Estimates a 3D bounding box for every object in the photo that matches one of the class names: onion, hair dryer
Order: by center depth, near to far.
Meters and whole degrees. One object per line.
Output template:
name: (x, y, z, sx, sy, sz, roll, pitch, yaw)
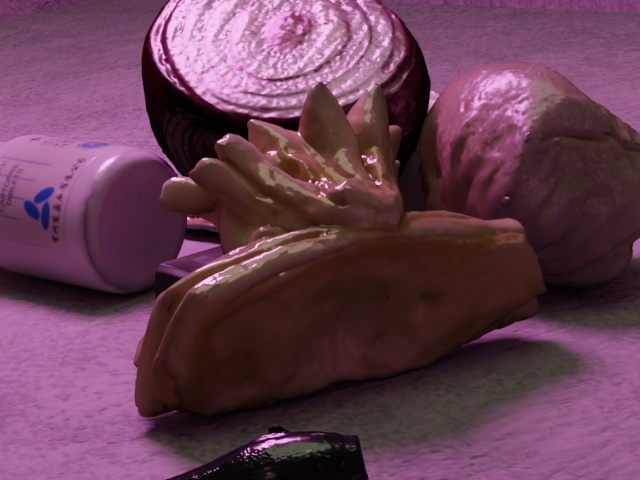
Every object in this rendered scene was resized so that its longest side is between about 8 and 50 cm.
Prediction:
hair dryer: (-0.056, 0.186, 1.511, 0.195, 0.075, 0.219, -12, 5, 4)
onion: (-0.041, -0.138, 2.091, 0.336, 0.260, 0.282, 14, 48, 17)

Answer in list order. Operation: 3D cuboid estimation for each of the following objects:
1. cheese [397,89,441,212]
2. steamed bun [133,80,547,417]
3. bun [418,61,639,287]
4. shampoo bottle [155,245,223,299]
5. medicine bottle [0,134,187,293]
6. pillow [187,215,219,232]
cheese: (0.109, -0.095, 2.235, 0.154, 0.198, 0.189, 37, 14, 16)
steamed bun: (0.000, 0.000, 1.734, 0.428, 0.247, 0.189, -16, 43, -25)
bun: (0.224, -0.054, 1.980, 0.281, 0.281, 0.205, 8, 61, 38)
shampoo bottle: (-0.058, 0.039, 1.969, 0.246, 0.079, 0.080, -17, 21, -39)
medicine bottle: (-0.308, -0.037, 2.147, 0.293, 0.170, 0.170, 8, 20, 41)
pillow: (-0.145, -0.036, 2.347, 0.232, 0.043, 0.126, 5, 13, 38)
